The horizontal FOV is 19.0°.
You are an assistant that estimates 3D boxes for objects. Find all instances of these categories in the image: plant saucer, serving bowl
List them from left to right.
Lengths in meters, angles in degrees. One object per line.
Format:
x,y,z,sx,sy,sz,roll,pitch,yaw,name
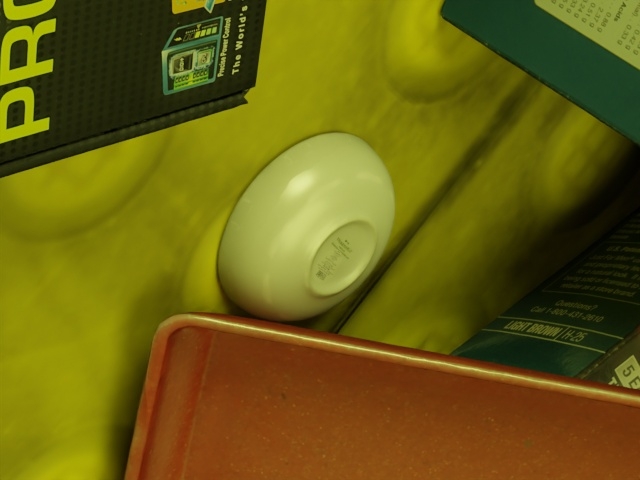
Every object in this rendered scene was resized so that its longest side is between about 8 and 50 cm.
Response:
0.000,0.000,0.755,0.083,0.027,0.083,-28,139,-28,serving bowl
0.040,0.144,0.803,0.259,0.047,0.258,11,122,-5,plant saucer

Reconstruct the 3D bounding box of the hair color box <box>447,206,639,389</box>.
0.247,0.036,0.929,0.347,0.105,0.174,-36,109,-22,hair color box

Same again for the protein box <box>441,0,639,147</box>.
0.193,-0.117,0.714,0.136,0.201,0.200,5,117,-50,protein box

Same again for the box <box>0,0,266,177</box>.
-0.101,-0.136,0.495,0.216,0.060,0.270,-20,134,-37,box
